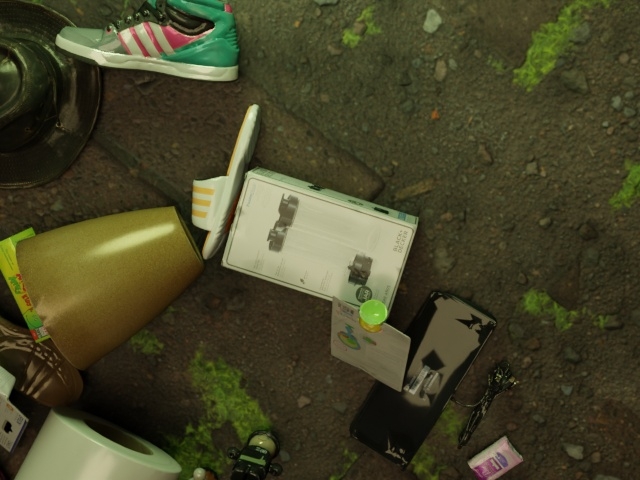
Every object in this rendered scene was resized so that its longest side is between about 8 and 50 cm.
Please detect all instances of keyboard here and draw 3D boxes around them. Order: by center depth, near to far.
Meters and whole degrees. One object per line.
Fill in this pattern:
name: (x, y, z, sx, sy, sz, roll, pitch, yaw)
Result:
keyboard: (0.204, 0.254, 1.689, 0.201, 0.033, 0.317, 32, 105, 7)

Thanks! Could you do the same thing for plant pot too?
plant pot: (-0.329, 0.050, 1.636, 0.254, 0.237, 0.237, -27, 97, -3)

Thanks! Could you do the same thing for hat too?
hat: (-0.528, -0.233, 1.632, 0.331, 0.134, 0.331, 1, 102, 6)

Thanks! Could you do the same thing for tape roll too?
tape roll: (-0.378, 0.405, 1.667, 0.246, 0.246, 0.169, 26, 85, 1)

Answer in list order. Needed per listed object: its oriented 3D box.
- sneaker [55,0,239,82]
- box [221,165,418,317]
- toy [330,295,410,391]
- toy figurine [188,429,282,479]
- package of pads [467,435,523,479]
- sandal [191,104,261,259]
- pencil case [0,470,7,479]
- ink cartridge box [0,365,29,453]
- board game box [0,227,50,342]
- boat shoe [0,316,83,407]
sneaker: (-0.268, -0.358, 1.573, 0.295, 0.124, 0.178, 8, 108, -2)
box: (0.000, 0.000, 1.633, 0.290, 0.087, 0.169, 17, 103, 3)
toy: (0.087, 0.155, 1.603, 0.137, 0.237, 0.056, 28, 68, 15)
toy figurine: (-0.127, 0.459, 1.723, 0.209, 0.148, 0.213, -33, 98, 18)
package of pads: (0.299, 0.377, 1.701, 0.083, 0.032, 0.050, -37, 92, 13)
sandal: (-0.165, -0.102, 1.634, 0.076, 0.102, 0.265, 18, 95, 5)
pencil case: (-0.664, 0.394, 1.802, 0.098, 0.095, 0.209, -36, 96, -6)
ink cartridge box: (-0.593, 0.259, 1.723, 0.224, 0.045, 0.223, 40, 144, -2)
board game box: (-0.493, 0.076, 1.711, 0.043, 0.092, 0.181, -22, 98, 12)
boat shoe: (-0.541, 0.193, 1.755, 0.285, 0.089, 0.104, 38, 78, -4)
